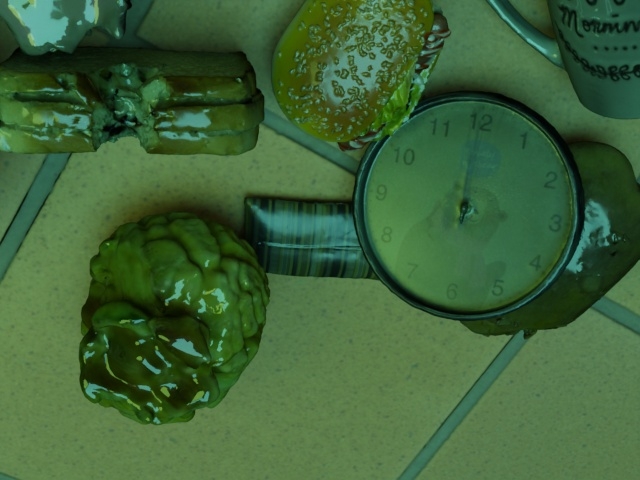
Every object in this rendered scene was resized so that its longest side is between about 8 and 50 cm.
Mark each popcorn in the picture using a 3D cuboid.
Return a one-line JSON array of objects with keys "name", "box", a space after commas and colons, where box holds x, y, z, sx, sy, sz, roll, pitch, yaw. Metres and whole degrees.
[{"name": "popcorn", "box": [-0.179, 0.099, 1.225, 0.223, 0.270, 0.258, 20, 69, -19]}]

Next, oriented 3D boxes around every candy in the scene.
[{"name": "candy", "box": [-0.280, -0.301, 1.030, 0.137, 0.185, 0.195, -24, 117, 1]}]

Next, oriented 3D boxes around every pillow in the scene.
[{"name": "pillow", "box": [0.000, 0.000, 1.297, 0.203, 0.038, 0.113, 2, 117, -7]}]

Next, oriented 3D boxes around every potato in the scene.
[{"name": "potato", "box": [0.290, 0.014, 1.280, 0.191, 0.141, 0.296, 35, 111, -19]}]

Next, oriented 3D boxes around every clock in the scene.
[{"name": "clock", "box": [0.172, -0.041, 1.206, 0.280, 0.055, 0.281, 1, 95, 17]}]

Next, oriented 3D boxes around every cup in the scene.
[{"name": "cup", "box": [0.306, -0.268, 1.134, 0.257, 0.186, 0.234, 5, 130, 25]}]

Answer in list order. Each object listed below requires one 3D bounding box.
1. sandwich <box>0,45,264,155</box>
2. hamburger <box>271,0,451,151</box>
[{"name": "sandwich", "box": [-0.199, -0.151, 1.078, 0.273, 0.249, 0.095, 1, 104, -8]}, {"name": "hamburger", "box": [0.044, -0.210, 1.149, 0.173, 0.116, 0.210, 32, 110, -17]}]
